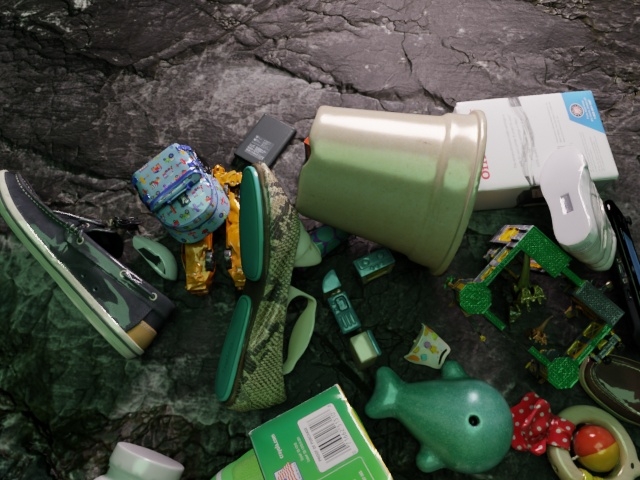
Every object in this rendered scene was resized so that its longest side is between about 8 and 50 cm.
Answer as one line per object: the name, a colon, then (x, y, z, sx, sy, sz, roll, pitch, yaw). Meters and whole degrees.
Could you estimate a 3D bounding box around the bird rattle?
bird rattle: (0.480, 0.396, 0.987, 0.207, 0.143, 0.253, -18, 56, -17)

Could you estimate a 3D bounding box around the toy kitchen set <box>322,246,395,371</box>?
toy kitchen set: (0.109, 0.131, 1.073, 0.166, 0.122, 0.207, -24, 70, -7)

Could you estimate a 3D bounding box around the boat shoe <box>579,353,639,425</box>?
boat shoe: (0.668, 0.313, 0.985, 0.342, 0.123, 0.123, 31, 73, 13)

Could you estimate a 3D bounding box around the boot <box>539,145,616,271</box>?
boot: (0.510, -0.061, 1.038, 0.123, 0.095, 0.258, 35, 50, -31)

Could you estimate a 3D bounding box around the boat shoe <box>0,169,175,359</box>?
boat shoe: (-0.500, 0.025, 1.108, 0.500, 0.186, 0.156, 44, 71, 11)

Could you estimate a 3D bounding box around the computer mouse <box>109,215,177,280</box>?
computer mouse: (-0.373, 0.011, 1.156, 0.193, 0.106, 0.042, 44, 92, 8)

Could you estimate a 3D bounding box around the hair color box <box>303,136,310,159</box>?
hair color box: (0.031, -0.191, 1.227, 0.141, 0.072, 0.043, 31, 72, 13)

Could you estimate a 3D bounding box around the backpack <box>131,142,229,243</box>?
backpack: (-0.281, -0.089, 1.087, 0.158, 0.117, 0.173, -35, 70, -1)

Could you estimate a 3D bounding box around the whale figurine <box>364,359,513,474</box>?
whale figurine: (0.223, 0.323, 0.986, 0.272, 0.141, 0.216, 20, 71, 10)

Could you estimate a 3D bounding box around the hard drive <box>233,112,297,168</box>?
hard drive: (-0.133, -0.237, 1.276, 0.094, 0.022, 0.135, 30, 73, 12)

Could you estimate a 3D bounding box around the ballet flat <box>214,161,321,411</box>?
ballet flat: (-0.090, 0.096, 1.035, 0.182, 0.164, 0.481, 6, 93, -25)

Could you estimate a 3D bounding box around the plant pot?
plant pot: (0.121, -0.127, 1.045, 0.306, 0.333, 0.333, 14, 70, 1)

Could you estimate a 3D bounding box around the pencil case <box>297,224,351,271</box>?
pencil case: (0.000, 0.000, 1.158, 0.152, 0.064, 0.070, -36, 44, -12)

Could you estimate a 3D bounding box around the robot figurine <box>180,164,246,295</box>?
robot figurine: (-0.223, -0.030, 1.166, 0.211, 0.085, 0.290, -4, 70, 0)

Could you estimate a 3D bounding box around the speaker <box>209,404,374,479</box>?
speaker: (-0.050, 0.420, 0.966, 0.297, 0.131, 0.131, -26, 70, -8)

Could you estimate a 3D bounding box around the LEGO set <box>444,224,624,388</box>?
LEGO set: (0.416, 0.119, 1.065, 0.332, 0.192, 0.254, 33, 92, -1)

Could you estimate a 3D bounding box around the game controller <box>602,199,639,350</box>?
game controller: (0.631, 0.074, 1.065, 0.067, 0.166, 0.318, -17, 66, 26)

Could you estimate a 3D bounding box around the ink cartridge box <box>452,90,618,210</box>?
ink cartridge box: (0.460, -0.198, 1.185, 0.308, 0.129, 0.222, -5, 71, -1)

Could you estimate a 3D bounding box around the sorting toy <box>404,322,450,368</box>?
sorting toy: (0.227, 0.224, 1.084, 0.075, 0.045, 0.083, 34, 73, -7)

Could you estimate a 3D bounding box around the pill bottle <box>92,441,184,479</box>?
pill bottle: (-0.359, 0.514, 0.920, 0.162, 0.162, 0.278, 19, 71, 9)

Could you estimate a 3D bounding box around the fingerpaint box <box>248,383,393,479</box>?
fingerpaint box: (0.089, 0.489, 0.707, 0.163, 0.370, 0.444, -26, 36, -9)
